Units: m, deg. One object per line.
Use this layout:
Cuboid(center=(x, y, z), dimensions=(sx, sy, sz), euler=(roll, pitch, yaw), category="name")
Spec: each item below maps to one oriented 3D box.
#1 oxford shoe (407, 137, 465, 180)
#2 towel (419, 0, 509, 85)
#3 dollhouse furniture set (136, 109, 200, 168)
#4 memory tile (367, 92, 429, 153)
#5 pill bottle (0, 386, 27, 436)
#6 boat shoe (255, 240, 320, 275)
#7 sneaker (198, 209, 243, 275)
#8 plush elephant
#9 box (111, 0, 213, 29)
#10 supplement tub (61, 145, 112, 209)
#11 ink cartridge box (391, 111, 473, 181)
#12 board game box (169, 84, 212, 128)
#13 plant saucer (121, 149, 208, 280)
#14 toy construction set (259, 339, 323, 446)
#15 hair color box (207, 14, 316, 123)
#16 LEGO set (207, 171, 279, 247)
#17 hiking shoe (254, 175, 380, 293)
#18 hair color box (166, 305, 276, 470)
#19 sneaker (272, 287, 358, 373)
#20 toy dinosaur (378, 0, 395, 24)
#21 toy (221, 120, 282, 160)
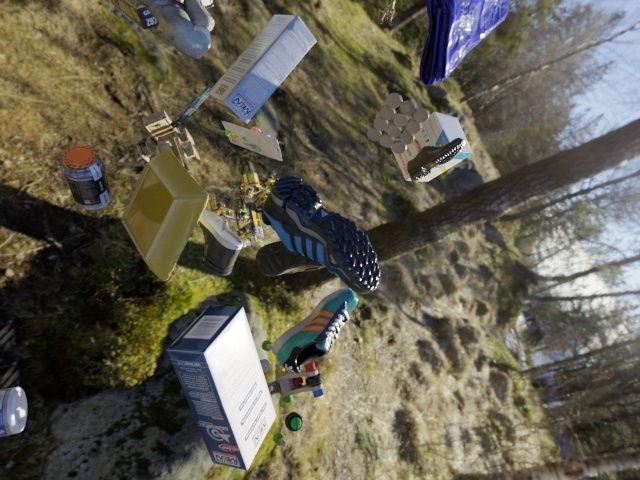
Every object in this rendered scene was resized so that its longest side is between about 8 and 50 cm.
Cuboid(center=(0.401, -0.308, 1.510), dimensions=(0.082, 0.227, 0.096), euler=(10, 58, -52), category="oxford shoe")
Cuboid(center=(0.325, -0.501, 0.904), dimensions=(0.076, 0.308, 0.228), euler=(32, -23, 23), category="towel")
Cuboid(center=(-0.648, -0.400, 1.817), dimensions=(0.161, 0.212, 0.242), euler=(81, -14, -75), category="dollhouse furniture set")
Cuboid(center=(0.189, -0.285, 1.047), dimensions=(0.113, 0.148, 0.012), euler=(26, 52, -5), category="memory tile")
Cuboid(center=(-0.830, 0.427, 1.024), dimensions=(0.186, 0.112, 0.112), euler=(-6, 63, -19), category="pill bottle")
Cuboid(center=(-0.030, 0.032, 1.278), dimensions=(0.120, 0.324, 0.123), euler=(32, 49, -74), category="boat shoe")
Cuboid(center=(-0.357, 0.007, 1.392), dimensions=(0.104, 0.147, 0.296), euler=(10, 22, -39), category="sneaker")
Cuboid(center=(-0.258, -0.546, 0.772), dimensions=(0.272, 0.255, 0.330), euler=(40, 15, -41), category="plush elephant")
Cuboid(center=(-0.564, -0.853, 1.473), dimensions=(0.322, 0.257, 0.079), euler=(44, -23, 33), category="box")
Cuboid(center=(-0.746, -0.199, 1.358), dimensions=(0.117, 0.190, 0.117), euler=(6, 50, -7), category="supplement tub")
Cuboid(center=(0.437, -0.363, 1.690), dimensions=(0.168, 0.232, 0.171), euler=(-5, 69, -43), category="ink cartridge box")
Cuboid(center=(-0.492, -0.511, 1.628), dimensions=(0.026, 0.126, 0.186), euler=(45, 70, -27), category="board game box")
Cuboid(center=(-0.533, -0.094, 1.385), dimensions=(0.081, 0.333, 0.333), euler=(12, 26, -49), category="plant saucer")
Cuboid(center=(-0.167, 0.473, 1.454), dimensions=(0.257, 0.237, 0.309), euler=(-42, 101, -22), category="toy construction set")
Cuboid(center=(-0.207, -0.600, 1.479), dimensions=(0.113, 0.374, 0.185), euler=(41, -1, -40), category="hair color box")
Cuboid(center=(-0.293, -0.105, 1.729), dimensions=(0.255, 0.331, 0.192), euler=(29, 40, -57), category="LEGO set")
Cuboid(center=(0.000, 0.000, 0.910), dimensions=(0.304, 0.132, 0.113), euler=(47, 49, 2), category="hiking shoe")
Cuboid(center=(-0.221, 0.347, 1.011), dimensions=(0.174, 0.105, 0.347), euler=(-52, 135, -57), category="hair color box")
Cuboid(center=(0.010, 0.266, 1.234), dimensions=(0.121, 0.302, 0.108), euler=(38, -20, 42), category="sneaker")
Cuboid(center=(0.268, -0.900, 1.672), dimensions=(0.053, 0.093, 0.183), euler=(12, 7, -11), category="toy dinosaur")
Cuboid(center=(-0.254, -0.399, 1.643), dimensions=(0.137, 0.237, 0.056), euler=(80, 31, -66), category="toy")
